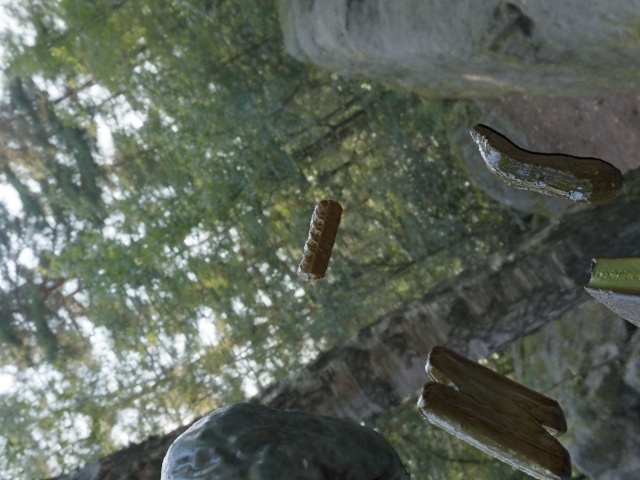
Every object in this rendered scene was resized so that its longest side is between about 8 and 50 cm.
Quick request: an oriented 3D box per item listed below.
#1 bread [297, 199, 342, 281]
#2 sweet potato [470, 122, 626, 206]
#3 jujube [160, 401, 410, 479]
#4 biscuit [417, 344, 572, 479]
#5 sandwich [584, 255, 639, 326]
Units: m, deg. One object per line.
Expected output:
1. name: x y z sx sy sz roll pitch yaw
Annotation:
1. bread: 0.000 0.000 1.325 0.052 0.157 0.044 17 174 -11
2. sweet potato: 0.306 -0.103 1.016 0.233 0.081 0.062 25 137 28
3. jujube: -0.054 0.325 0.909 0.246 0.308 0.215 43 -129 -50
4. biscuit: 0.316 0.313 1.317 0.291 0.062 0.237 27 -157 2
5. sandwich: 0.686 0.102 1.496 0.236 0.122 0.128 4 134 40
